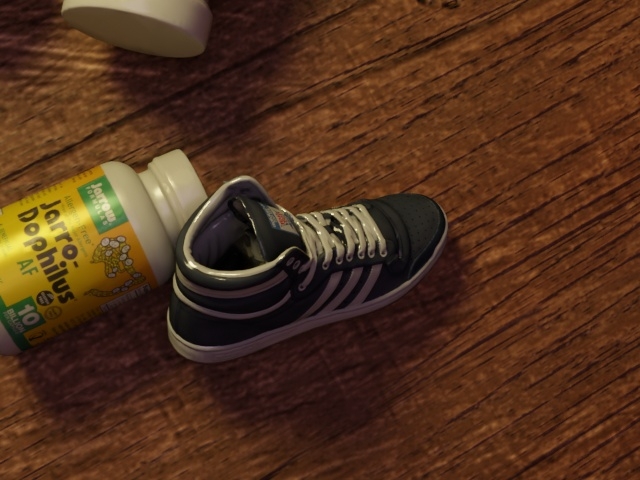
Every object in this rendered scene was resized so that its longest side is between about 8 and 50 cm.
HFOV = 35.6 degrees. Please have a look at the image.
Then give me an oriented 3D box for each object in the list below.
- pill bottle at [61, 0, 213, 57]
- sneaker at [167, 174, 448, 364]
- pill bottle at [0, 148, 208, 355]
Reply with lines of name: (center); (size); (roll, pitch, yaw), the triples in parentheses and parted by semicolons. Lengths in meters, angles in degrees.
pill bottle: (-0.133, -0.303, 0.858); (0.153, 0.153, 0.264); (13, 86, -11)
sneaker: (0.000, 0.000, 0.850); (0.282, 0.153, 0.099); (-24, 59, -20)
pill bottle: (-0.197, 0.004, 0.849); (0.208, 0.117, 0.117); (-25, 93, -12)
